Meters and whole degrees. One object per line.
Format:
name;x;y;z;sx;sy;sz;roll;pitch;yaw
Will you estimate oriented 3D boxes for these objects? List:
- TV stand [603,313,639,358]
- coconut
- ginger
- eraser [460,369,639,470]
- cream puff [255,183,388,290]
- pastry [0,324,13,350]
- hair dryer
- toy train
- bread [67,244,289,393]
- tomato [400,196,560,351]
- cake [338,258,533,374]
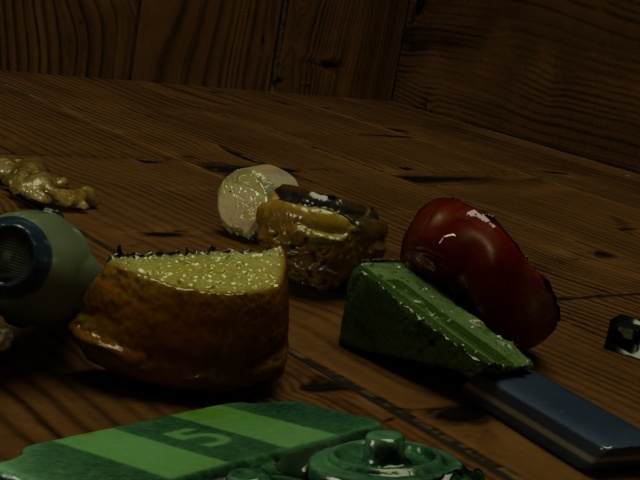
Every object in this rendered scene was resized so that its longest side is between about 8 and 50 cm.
TV stand;0.487;0.150;1.573;0.256;0.040;0.049;17;15;30
coconut;-0.088;-0.058;1.896;0.116;0.116;0.122;16;12;26
ginger;-0.429;-0.090;1.904;0.193;0.053;0.176;12;7;4
eraser;0.239;0.178;1.270;0.082;0.036;0.225;2;15;-32
cream puff;0.000;0.000;1.666;0.189;0.130;0.189;13;4;-1
pastry;-0.414;0.064;1.151;0.258;0.089;0.121;17;1;33
hair dryer;-0.331;0.017;1.284;0.298;0.119;0.296;16;-8;25
toy train;-0.045;0.193;0.748;0.238;0.167;0.299;8;7;41
bread;-0.104;0.083;1.228;0.260;0.129;0.134;-4;26;-44
tomato;0.172;0.052;1.497;0.101;0.228;0.228;-40;35;-18
cake;0.123;0.116;1.395;0.100;0.099;0.235;0;26;-43
